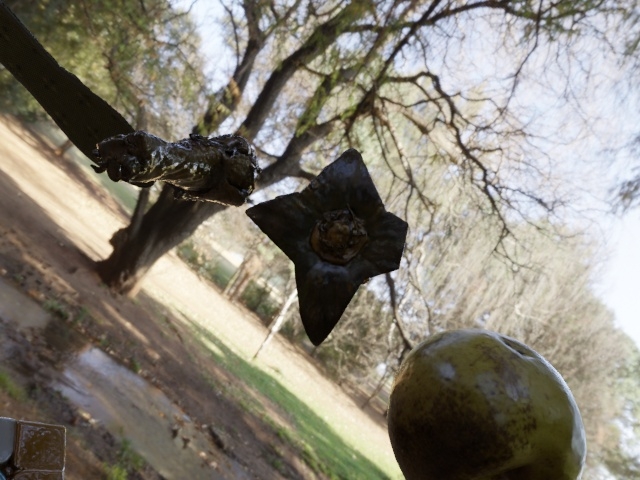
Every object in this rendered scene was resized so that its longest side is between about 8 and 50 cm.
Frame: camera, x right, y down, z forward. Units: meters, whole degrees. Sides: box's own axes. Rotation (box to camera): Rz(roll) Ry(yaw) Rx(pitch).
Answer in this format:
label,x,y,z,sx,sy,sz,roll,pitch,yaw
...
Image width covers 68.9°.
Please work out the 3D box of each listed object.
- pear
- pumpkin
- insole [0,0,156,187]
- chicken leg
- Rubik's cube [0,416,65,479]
label,x,y,z,sx,sy,sz,roll,pitch,yaw
pear,0.165,0.186,0.498,0.197,0.197,0.197,36,-11,8
pumpkin,0.026,0.004,0.853,0.290,0.258,0.095,59,0,10
insole,-0.345,-0.193,0.627,0.109,0.007,0.322,-25,-62,31
chicken leg,-0.127,-0.072,0.476,0.125,0.080,0.196,-1,6,4
Rubik's cube,-0.740,0.569,0.885,0.344,0.347,0.346,35,18,-43
